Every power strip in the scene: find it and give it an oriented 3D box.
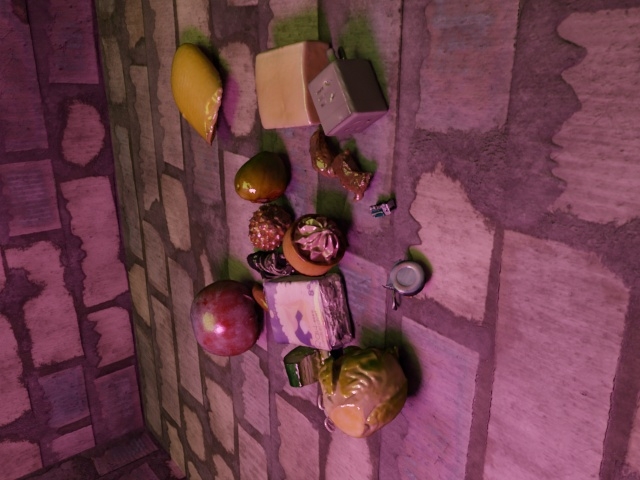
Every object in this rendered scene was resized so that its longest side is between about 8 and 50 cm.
[{"bbox_3d":[0.063,-0.417,1.503,0.140,0.139,0.224,-29,79,53],"label":"power strip"}]

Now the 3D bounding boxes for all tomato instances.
[{"bbox_3d":[-0.381,0.315,2.232,0.317,0.283,0.316,166,90,-75],"label":"tomato"}]

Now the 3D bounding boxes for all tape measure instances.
[{"bbox_3d":[0.247,0.130,1.540,0.107,0.104,0.179,19,154,24],"label":"tape measure"}]

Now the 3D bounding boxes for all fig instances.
[{"bbox_3d":[-0.199,-0.216,1.890,0.181,0.181,0.191,10,78,51],"label":"fig"}]

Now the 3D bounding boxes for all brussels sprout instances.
[{"bbox_3d":[0.126,0.427,1.624,0.260,0.294,0.227,-23,111,33],"label":"brussels sprout"}]

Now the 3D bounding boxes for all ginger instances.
[{"bbox_3d":[0.044,-0.231,1.638,0.290,0.084,0.122,47,142,34],"label":"ginger"}]

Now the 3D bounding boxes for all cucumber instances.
[{"bbox_3d":[-0.032,0.425,1.891,0.191,0.191,0.130,-16,88,54],"label":"cucumber"}]

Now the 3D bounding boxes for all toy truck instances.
[{"bbox_3d":[0.176,-0.090,1.554,0.083,0.039,0.044,-10,110,55],"label":"toy truck"}]

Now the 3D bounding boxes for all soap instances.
[{"bbox_3d":[-0.489,-0.596,2.190,0.427,0.115,0.306,52,142,29],"label":"soap"}]

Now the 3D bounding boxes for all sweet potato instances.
[{"bbox_3d":[-0.203,0.242,2.139,0.281,0.067,0.059,45,134,34],"label":"sweet potato"}]

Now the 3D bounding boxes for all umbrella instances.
[{"bbox_3d":[-0.191,0.089,2.024,0.358,0.113,0.106,0,96,64],"label":"umbrella"}]

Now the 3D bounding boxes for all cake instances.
[{"bbox_3d":[0.000,0.000,1.698,0.178,0.208,0.185,-35,52,46],"label":"cake"}]

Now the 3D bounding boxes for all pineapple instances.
[{"bbox_3d":[-0.187,-0.039,1.954,0.166,0.166,0.193,60,140,20],"label":"pineapple"}]

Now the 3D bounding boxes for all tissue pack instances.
[{"bbox_3d":[-0.049,0.241,1.887,0.344,0.125,0.242,-6,96,53],"label":"tissue pack"}]

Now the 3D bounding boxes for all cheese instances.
[{"bbox_3d":[-0.083,-0.475,1.693,0.266,0.124,0.242,10,113,52],"label":"cheese"}]

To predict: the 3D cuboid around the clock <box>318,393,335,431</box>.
[{"bbox_3d":[0.075,0.527,1.768,0.062,0.191,0.151,-28,79,53],"label":"clock"}]
